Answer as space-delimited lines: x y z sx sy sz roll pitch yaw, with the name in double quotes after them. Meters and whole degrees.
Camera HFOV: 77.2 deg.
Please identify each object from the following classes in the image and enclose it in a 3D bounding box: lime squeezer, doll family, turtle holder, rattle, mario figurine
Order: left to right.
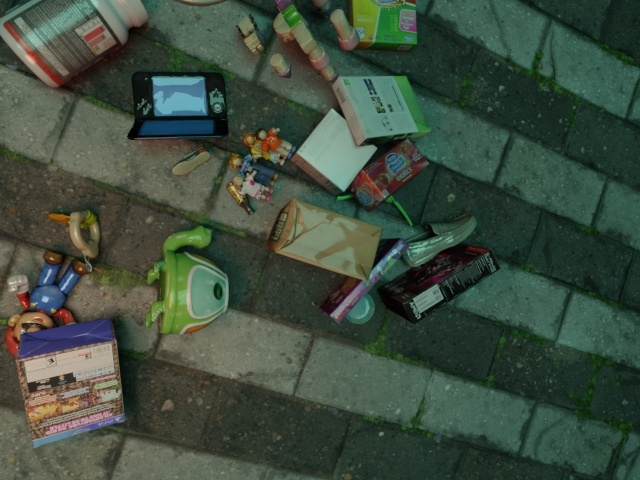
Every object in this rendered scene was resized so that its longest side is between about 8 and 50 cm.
-0.815 0.202 1.194 0.198 0.170 0.320 21 83 4 "mario figurine"
-0.759 0.011 1.232 0.143 0.130 0.199 -7 98 -15 "rattle"
-0.422 0.137 1.272 0.228 0.243 0.320 4 51 -27 "turtle holder"
-0.215 -0.265 1.353 0.163 0.118 0.262 25 97 -25 "doll family"
0.221 -0.149 1.469 0.311 0.059 0.109 18 87 -13 "lime squeezer"

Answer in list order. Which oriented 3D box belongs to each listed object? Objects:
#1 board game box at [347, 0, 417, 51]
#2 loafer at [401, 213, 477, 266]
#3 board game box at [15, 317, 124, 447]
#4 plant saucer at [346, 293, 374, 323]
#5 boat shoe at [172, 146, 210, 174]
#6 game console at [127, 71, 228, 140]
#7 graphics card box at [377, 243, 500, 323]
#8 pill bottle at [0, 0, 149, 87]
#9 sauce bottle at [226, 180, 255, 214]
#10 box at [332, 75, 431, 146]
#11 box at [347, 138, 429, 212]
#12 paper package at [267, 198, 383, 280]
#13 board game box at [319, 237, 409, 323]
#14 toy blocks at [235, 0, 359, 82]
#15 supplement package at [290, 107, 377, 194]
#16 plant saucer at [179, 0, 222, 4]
0.219 -0.857 1.442 0.243 0.064 0.315 -4 93 -12 "board game box"
0.438 -0.020 1.492 0.320 0.112 0.111 -31 106 -9 "loafer"
-0.716 0.404 1.167 0.232 0.141 0.290 -7 112 -30 "board game box"
0.140 0.247 1.481 0.120 0.021 0.119 0 91 -12 "plant saucer"
-0.433 -0.265 1.332 0.137 0.049 0.043 -33 56 -7 "boat shoe"
-0.444 -0.426 1.257 0.294 0.173 0.249 -5 93 -13 "game console"
0.412 0.140 1.430 0.371 0.233 0.094 -31 102 -9 "graphics card box"
-0.709 -0.634 1.174 0.363 0.210 0.210 -38 99 -9 "pill bottle"
-0.271 -0.144 1.369 0.042 0.042 0.128 -37 97 -9 "sauce bottle"
0.216 -0.450 1.376 0.322 0.058 0.232 -16 80 -32 "box"
0.234 -0.225 1.385 0.257 0.128 0.122 -38 87 -29 "box"
0.000 0.000 1.291 0.310 0.325 0.168 17 88 -11 "paper package"
0.144 0.129 1.384 0.056 0.208 0.347 45 82 -10 "board game box"
-0.050 -0.650 1.335 0.309 0.260 0.288 -32 68 14 "toy blocks"
0.042 -0.297 1.377 0.203 0.149 0.194 39 83 -11 "supplement package"
-0.412 -0.982 1.285 0.401 0.100 0.399 0 92 -12 "plant saucer"
